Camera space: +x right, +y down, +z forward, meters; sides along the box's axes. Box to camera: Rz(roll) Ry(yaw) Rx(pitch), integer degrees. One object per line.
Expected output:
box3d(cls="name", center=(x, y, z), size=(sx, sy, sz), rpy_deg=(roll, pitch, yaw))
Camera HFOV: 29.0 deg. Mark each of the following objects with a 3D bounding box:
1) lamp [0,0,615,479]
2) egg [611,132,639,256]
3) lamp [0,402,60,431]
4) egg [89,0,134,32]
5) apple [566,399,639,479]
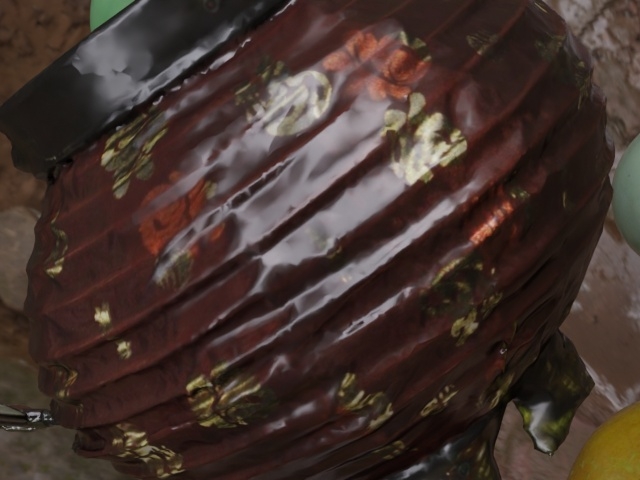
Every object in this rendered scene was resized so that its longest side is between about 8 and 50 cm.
box3d(cls="lamp", center=(0.000, 0.000, 0.470), size=(0.247, 0.247, 0.247), rpy_deg=(-6, 73, 19))
box3d(cls="egg", center=(0.336, -0.043, 1.086), size=(0.149, 0.192, 0.149), rpy_deg=(18, 115, 45))
box3d(cls="lamp", center=(-0.213, 0.221, 1.067), size=(0.124, 0.203, 0.283), rpy_deg=(-45, 69, 11))
box3d(cls="egg", center=(-0.092, -0.214, 1.228), size=(0.269, 0.220, 0.220), rpy_deg=(0, 72, -15))
box3d(cls="apple", center=(0.454, 0.368, 1.496), size=(0.374, 0.374, 0.384), rpy_deg=(31, 98, 25))
